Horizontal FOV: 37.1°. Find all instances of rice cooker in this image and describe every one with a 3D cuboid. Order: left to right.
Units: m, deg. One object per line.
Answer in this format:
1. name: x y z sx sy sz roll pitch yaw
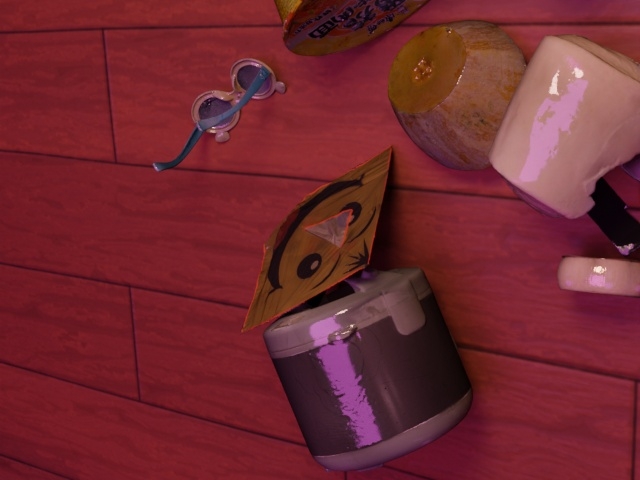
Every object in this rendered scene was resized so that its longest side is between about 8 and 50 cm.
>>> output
1. rice cooker: 0.069 0.183 1.456 0.288 0.288 0.277 -24 89 37

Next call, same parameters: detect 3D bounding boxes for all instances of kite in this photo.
1. kite: 0.002 0.001 1.456 0.013 0.377 0.327 41 173 -26

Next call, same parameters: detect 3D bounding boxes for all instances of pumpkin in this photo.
1. pumpkin: 0.175 -0.210 1.343 0.217 0.110 0.217 -6 83 51

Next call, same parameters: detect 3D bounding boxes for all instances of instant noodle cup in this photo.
1. instant noodle cup: 0.026 -0.412 1.333 0.264 0.264 0.200 -35 74 36

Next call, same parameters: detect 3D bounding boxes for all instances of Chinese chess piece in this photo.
1. Chinese chess piece: 0.383 0.049 1.292 0.122 0.122 0.051 3 87 34

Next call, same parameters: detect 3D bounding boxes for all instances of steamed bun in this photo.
1. steamed bun: 0.327 -0.131 1.203 0.170 0.200 0.225 36 109 34

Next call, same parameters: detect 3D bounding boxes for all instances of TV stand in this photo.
1. TV stand: 0.352 -0.089 1.317 0.256 0.049 0.040 52 124 11

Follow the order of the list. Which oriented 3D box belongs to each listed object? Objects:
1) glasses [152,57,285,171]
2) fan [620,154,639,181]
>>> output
1. glasses: -0.184 -0.208 1.540 0.189 0.220 0.088 -34 93 36
2. fan: 0.434 -0.141 1.271 0.085 0.005 0.133 -3 104 36
